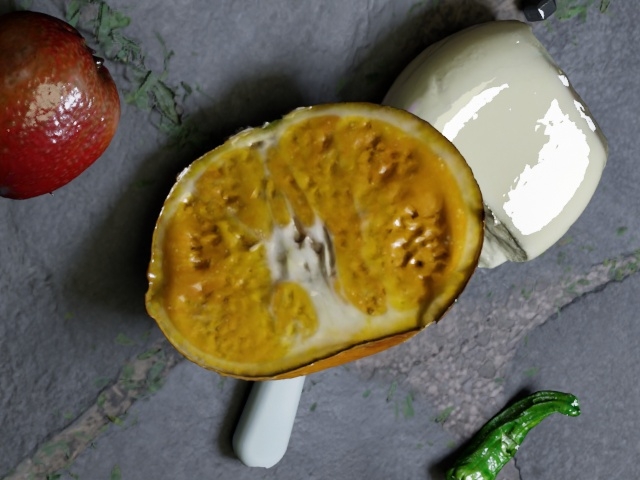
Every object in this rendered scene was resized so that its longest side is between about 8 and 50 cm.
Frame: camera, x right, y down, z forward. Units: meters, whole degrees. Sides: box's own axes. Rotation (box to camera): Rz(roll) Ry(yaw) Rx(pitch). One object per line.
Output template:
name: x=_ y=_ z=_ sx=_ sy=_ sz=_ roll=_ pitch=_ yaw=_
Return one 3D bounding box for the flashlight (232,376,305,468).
flashlight: x=-0.046 y=0.154 z=1.713 sx=0.093 sy=0.047 sz=0.200 roll=10 pitch=105 yaw=-28

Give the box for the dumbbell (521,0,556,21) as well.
dumbbell: x=0.225 y=-0.277 z=1.709 sx=0.036 sy=0.040 sz=0.083 roll=-23 pitch=122 yaw=16

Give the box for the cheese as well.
cheese: x=0.181 y=-0.100 z=1.699 sx=0.233 sy=0.127 sz=0.266 roll=-44 pitch=120 yaw=-5

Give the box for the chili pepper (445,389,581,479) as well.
chili pepper: x=0.224 y=0.236 z=1.873 sx=0.182 sy=0.073 sz=0.050 roll=-39 pitch=99 yaw=-4

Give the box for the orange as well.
orange: x=0.003 y=0.003 z=1.563 sx=0.274 sy=0.274 sz=0.310 roll=32 pitch=127 yaw=-33

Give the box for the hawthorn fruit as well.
hawthorn fruit: x=-0.276 y=-0.114 z=1.425 sx=0.188 sy=0.169 sz=0.169 roll=-41 pitch=122 yaw=-5
